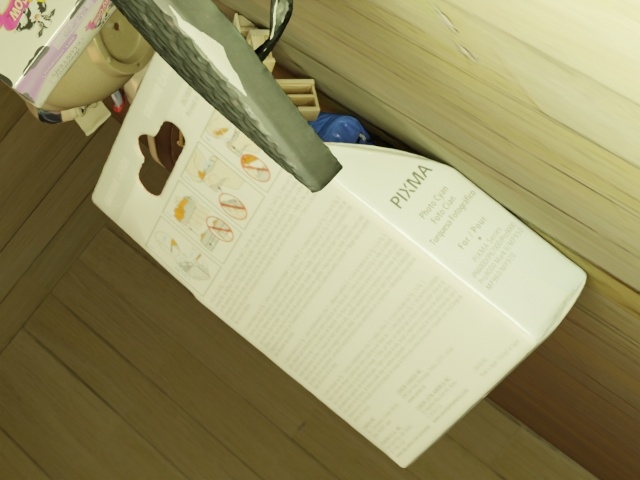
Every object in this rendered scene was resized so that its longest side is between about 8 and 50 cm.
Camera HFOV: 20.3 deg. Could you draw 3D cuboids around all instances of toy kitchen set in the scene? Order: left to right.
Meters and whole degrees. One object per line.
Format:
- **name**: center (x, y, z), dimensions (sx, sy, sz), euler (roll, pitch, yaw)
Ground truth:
- **toy kitchen set**: center (-0.036, -0.151, 1.495), dimensions (0.083, 0.075, 0.068), euler (116, 147, -54)

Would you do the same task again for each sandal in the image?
- **sandal**: center (-0.117, -0.220, 0.993), dimensions (0.446, 0.107, 0.167), euler (51, 178, 2)

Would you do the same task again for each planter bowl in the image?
- **planter bowl**: center (-0.233, -0.211, 1.800), dimensions (0.109, 0.162, 0.162), euler (2, 153, 37)

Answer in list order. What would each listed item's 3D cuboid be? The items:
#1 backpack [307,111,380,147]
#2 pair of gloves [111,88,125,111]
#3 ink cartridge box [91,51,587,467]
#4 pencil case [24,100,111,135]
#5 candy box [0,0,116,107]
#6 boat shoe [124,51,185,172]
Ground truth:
- **backpack**: center (0.020, -0.056, 1.572), dimensions (0.101, 0.098, 0.120), euler (4, 144, 43)
- **pair of gloves**: center (-0.258, -0.232, 1.968), dimensions (0.159, 0.023, 0.198), euler (62, -174, -27)
- **ink cartridge box**: center (0.000, 0.000, 1.532), dimensions (0.385, 0.091, 0.308), euler (40, 149, 3)
- **pencil case**: center (-0.371, -0.283, 2.039), dimensions (0.183, 0.160, 0.410), euler (47, -179, 33)
- **candy box**: center (-0.291, -0.248, 1.665), dimensions (0.196, 0.165, 0.070), euler (37, 177, 17)
- **boat shoe**: center (-0.131, -0.126, 2.037), dimensions (0.096, 0.116, 0.324), euler (40, 171, 19)
